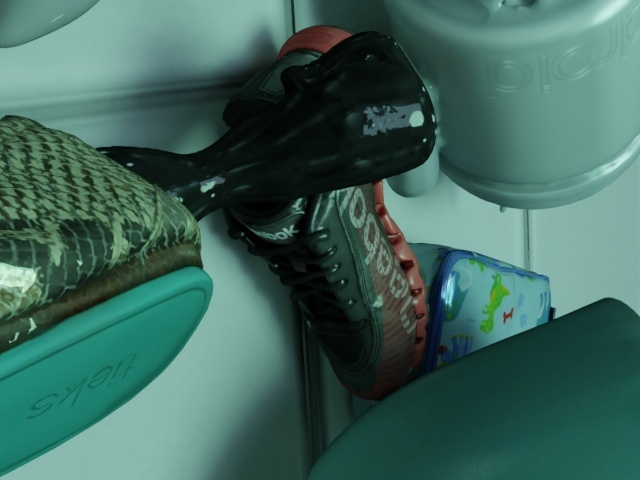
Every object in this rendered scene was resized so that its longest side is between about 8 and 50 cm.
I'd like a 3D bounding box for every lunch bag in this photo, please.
[{"bbox_3d":[0.121,0.099,0.906,0.219,0.090,0.176,18,82,-53],"label":"lunch bag"}]

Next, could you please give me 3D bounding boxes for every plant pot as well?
[{"bbox_3d":[0.125,0.211,0.695,0.293,0.235,0.292,-17,90,-89],"label":"plant pot"}]

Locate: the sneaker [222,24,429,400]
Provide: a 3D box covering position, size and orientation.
[{"bbox_3d":[0.000,0.000,0.712,0.135,0.098,0.276,-35,120,-48],"label":"sneaker"}]

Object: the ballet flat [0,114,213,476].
[{"bbox_3d":[-0.215,0.060,0.321,0.164,0.182,0.483,-57,172,30],"label":"ballet flat"}]

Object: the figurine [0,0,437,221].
[{"bbox_3d":[-0.067,-0.105,0.561,0.210,0.092,0.214,-24,101,-21],"label":"figurine"}]

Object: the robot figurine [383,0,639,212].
[{"bbox_3d":[0.160,-0.156,0.806,0.300,0.200,0.353,-37,147,-6],"label":"robot figurine"}]
